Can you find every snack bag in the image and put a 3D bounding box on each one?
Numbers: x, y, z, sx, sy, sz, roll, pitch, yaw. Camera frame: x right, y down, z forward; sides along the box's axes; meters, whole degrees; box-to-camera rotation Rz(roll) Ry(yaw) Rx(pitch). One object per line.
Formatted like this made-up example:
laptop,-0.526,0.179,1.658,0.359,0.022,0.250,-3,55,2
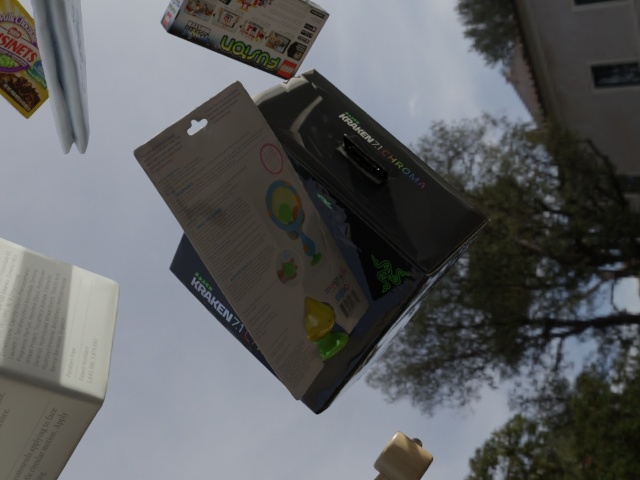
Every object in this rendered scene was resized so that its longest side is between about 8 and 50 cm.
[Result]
snack bag,-0.259,-0.301,0.759,0.323,0.037,0.342,121,143,-68

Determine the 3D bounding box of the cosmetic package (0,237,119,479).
cosmetic package,-0.272,0.096,0.597,0.184,0.151,0.151,25,-155,-22

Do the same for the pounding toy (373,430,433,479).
pounding toy,0.062,0.241,0.618,0.181,0.094,0.206,-36,-27,-42

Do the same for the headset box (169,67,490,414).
headset box,0.000,0.000,0.825,0.131,0.246,0.283,-36,-16,-44

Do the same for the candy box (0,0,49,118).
candy box,-0.422,-0.258,1.067,0.105,0.027,0.206,-51,-23,-10

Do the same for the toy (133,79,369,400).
toy,-0.058,0.002,0.662,0.237,0.056,0.137,57,-136,-14

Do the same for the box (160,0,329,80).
box,-0.098,-0.300,1.061,0.207,0.036,0.114,14,-61,-40
